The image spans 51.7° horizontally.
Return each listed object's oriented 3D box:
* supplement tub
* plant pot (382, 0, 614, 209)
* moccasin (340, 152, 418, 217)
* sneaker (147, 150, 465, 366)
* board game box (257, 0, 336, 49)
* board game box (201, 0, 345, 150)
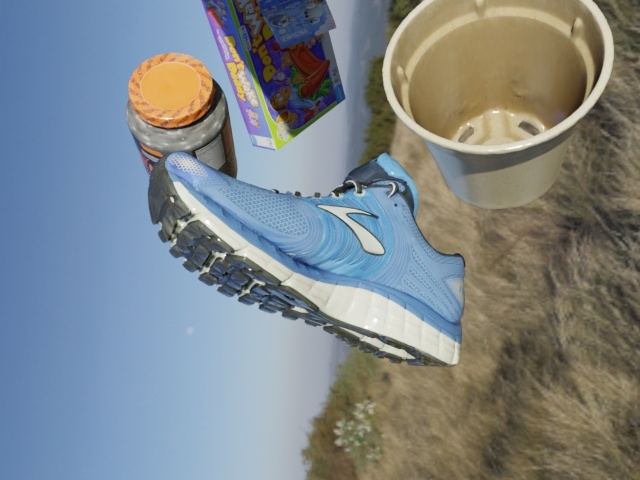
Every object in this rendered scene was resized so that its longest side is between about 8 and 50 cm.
[{"bbox_3d":[-0.165,-0.128,0.797,0.190,0.117,0.117,93,-178,-64],"label":"supplement tub"},{"bbox_3d":[0.299,-0.213,1.114,0.305,0.334,0.333,56,-144,-60],"label":"plant pot"},{"bbox_3d":[0.051,0.026,0.920,0.138,0.117,0.342,46,154,40],"label":"moccasin"},{"bbox_3d":[0.000,0.000,0.611,0.130,0.330,0.147,-18,50,59],"label":"sneaker"},{"bbox_3d":[-0.032,-0.327,0.958,0.090,0.090,0.020,51,-157,-62],"label":"board game box"},{"bbox_3d":[-0.087,-0.391,1.335,0.233,0.078,0.347,-43,-48,-31],"label":"board game box"}]
